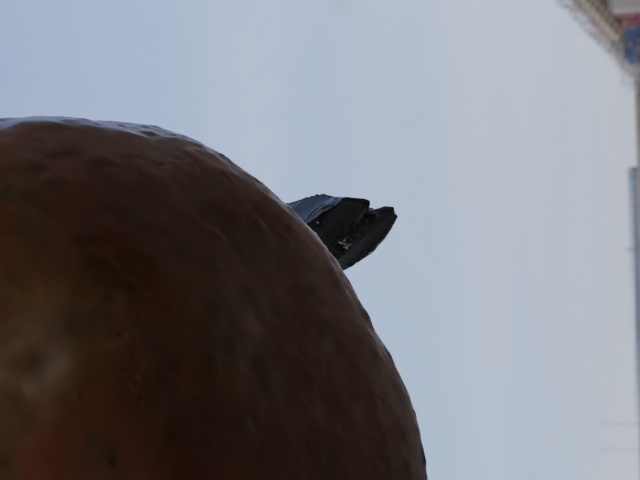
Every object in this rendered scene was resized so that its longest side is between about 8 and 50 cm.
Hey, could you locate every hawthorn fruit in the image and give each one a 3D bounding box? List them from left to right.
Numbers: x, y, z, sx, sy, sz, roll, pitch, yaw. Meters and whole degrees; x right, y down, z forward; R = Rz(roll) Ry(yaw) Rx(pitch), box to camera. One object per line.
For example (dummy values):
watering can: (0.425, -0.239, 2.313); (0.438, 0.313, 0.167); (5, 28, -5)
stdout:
hawthorn fruit: (-0.122, 0.148, 0.697); (0.403, 0.403, 0.403); (-1, -90, -68)

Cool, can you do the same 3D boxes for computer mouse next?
computer mouse: (0.000, 0.000, 1.051); (0.079, 0.135, 0.047); (18, -119, -39)
